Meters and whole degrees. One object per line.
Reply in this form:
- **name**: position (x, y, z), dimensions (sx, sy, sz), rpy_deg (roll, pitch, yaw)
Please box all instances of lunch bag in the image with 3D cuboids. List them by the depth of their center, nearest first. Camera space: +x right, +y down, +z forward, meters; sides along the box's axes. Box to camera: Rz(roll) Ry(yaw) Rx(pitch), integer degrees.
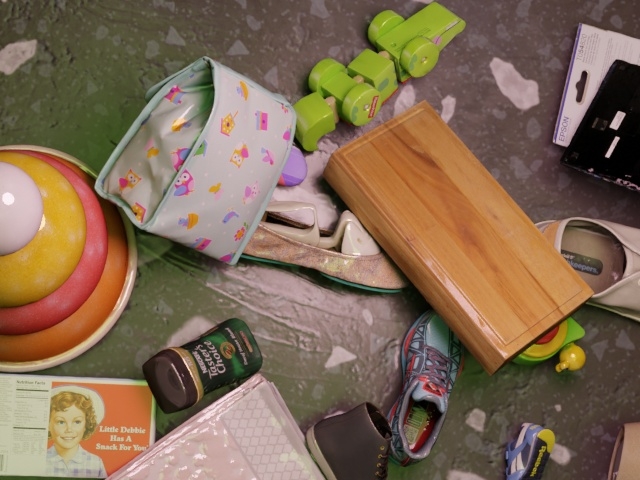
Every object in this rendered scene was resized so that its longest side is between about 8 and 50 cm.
- **lunch bag**: position (-0.165, -0.125, 1.728), dimensions (0.160, 0.223, 0.262), rpy_deg (34, 96, 37)

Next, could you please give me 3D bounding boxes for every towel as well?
- **towel**: position (-0.126, 0.419, 1.775), dimensions (0.317, 0.053, 0.332), rpy_deg (-34, 99, -22)

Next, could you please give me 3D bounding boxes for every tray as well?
- **tray**: position (0.212, -0.013, 1.832), dimensions (0.202, 0.076, 0.411), rpy_deg (-31, 73, -28)

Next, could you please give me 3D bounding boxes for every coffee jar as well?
- **coffee jar**: position (-0.179, 0.189, 1.785), dimensions (0.184, 0.079, 0.096), rpy_deg (-24, 86, -47)

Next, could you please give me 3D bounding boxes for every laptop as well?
- **laptop**: position (0.557, -0.136, 1.932), dimensions (0.264, 0.137, 0.234), rpy_deg (22, 64, 21)

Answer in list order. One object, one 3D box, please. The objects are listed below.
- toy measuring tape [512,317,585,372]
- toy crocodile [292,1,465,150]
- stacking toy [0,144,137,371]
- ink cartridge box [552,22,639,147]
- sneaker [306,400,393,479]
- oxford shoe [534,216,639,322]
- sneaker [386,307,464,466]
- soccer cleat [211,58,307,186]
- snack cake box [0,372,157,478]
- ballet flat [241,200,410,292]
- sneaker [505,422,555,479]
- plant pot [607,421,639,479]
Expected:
- **toy measuring tape**: position (0.288, 0.099, 1.898), dimensions (0.330, 0.121, 0.121), rpy_deg (43, 80, 6)
- **toy crocodile**: position (0.092, -0.268, 1.909), dimensions (0.340, 0.105, 0.115), rpy_deg (-40, 55, -15)
- **stacking toy**: position (-0.423, -0.018, 1.603), dimensions (0.350, 0.480, 0.351), rpy_deg (2, 77, -9)
- **ink cartridge box**: position (0.511, -0.232, 1.994), dimensions (0.223, 0.045, 0.223), rpy_deg (16, 81, -6)
- **sneaker**: position (0.083, 0.358, 1.815), dimensions (0.118, 0.083, 0.222), rpy_deg (-30, 103, 23)
- **oxford shoe**: position (0.544, 0.054, 1.929), dimensions (0.449, 0.130, 0.169), rpy_deg (11, 79, -10)
- **sneaker**: position (0.176, 0.231, 1.854), dimensions (0.104, 0.125, 0.262), rpy_deg (16, 82, -7)
- **soccer cleat**: position (-0.113, -0.185, 1.869), dimensions (0.083, 0.095, 0.248), rpy_deg (-41, 91, -10)
- **snack cake box**: position (-0.382, 0.280, 1.784), dimensions (0.264, 0.089, 0.152), rpy_deg (4, 82, -8)
- **ballet flat**: position (0.000, 0.000, 1.852), dimensions (0.315, 0.107, 0.106), rpy_deg (13, 111, -8)
- **sneaker**: position (0.326, 0.360, 1.904), dimensions (0.053, 0.059, 0.144), rpy_deg (20, 98, -37)
- **plant pot**: position (0.601, 0.382, 1.862), dimensions (0.274, 0.256, 0.257), rpy_deg (14, 82, 9)
